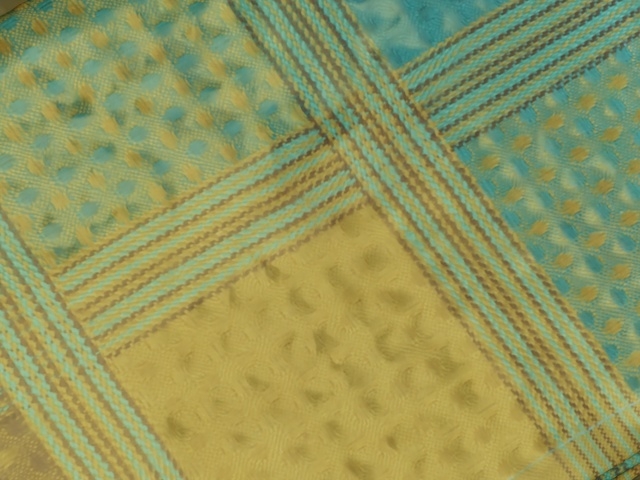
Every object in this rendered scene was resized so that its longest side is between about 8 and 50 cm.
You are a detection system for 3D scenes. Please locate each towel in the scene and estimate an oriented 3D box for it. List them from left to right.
[{"bbox_3d":[0.000,0.000,0.726,0.370,0.040,0.271,-31,80,-16],"label":"towel"}]
